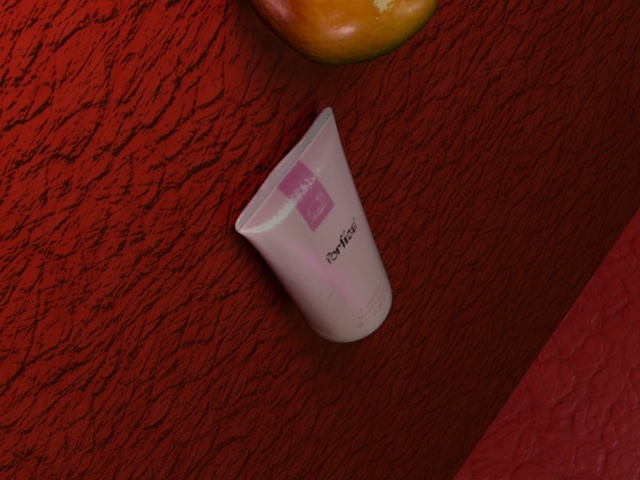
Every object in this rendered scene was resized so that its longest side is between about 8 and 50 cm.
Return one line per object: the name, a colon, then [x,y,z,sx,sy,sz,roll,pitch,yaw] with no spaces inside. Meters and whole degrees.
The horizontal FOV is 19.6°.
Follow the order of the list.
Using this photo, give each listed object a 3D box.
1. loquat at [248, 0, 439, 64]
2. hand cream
loquat: [0.018,-0.284,1.779,0.213,0.213,0.246,-50,159,-16]
hand cream: [0.000,0.000,2.260,0.185,0.118,0.359,-51,151,-15]
